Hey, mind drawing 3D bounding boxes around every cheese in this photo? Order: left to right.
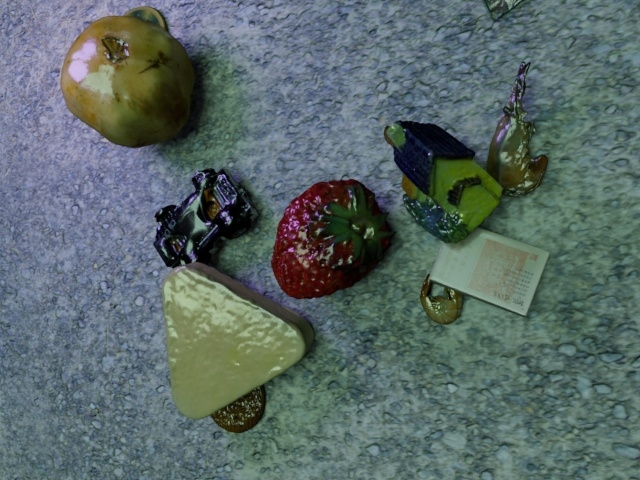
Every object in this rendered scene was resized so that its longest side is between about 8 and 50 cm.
[{"bbox_3d":[-0.248,0.272,1.369,0.384,0.104,0.383,2,97,12],"label":"cheese"}]

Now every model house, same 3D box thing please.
[{"bbox_3d":[0.215,-0.127,1.095,0.170,0.211,0.194,-43,32,12],"label":"model house"}]

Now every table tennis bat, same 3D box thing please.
[{"bbox_3d":[-0.556,-0.533,1.649,0.198,0.050,0.320,32,98,23],"label":"table tennis bat"}]

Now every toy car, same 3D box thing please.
[{"bbox_3d":[-0.311,-0.046,1.460,0.301,0.118,0.193,-40,77,21],"label":"toy car"}]

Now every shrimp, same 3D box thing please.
[{"bbox_3d":[0.262,0.101,1.213,0.095,0.045,0.162,2,94,49],"label":"shrimp"},{"bbox_3d":[0.411,-0.218,1.129,0.117,0.066,0.262,15,110,12],"label":"shrimp"}]

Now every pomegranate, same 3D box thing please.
[{"bbox_3d":[-0.493,-0.407,1.462,0.333,0.332,0.332,-1,88,27],"label":"pomegranate"}]

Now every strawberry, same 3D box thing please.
[{"bbox_3d":[0.000,0.000,1.243,0.288,0.250,0.238,-18,86,51],"label":"strawberry"}]

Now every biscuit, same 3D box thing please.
[{"bbox_3d":[-0.225,0.404,1.452,0.188,0.027,0.187,-1,88,26],"label":"biscuit"}]

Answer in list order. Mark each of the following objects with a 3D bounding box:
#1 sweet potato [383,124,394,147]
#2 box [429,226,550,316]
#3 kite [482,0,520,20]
[{"bbox_3d":[0.193,-0.187,1.244,0.053,0.054,0.182,-31,73,17],"label":"sweet potato"},{"bbox_3d":[0.337,0.054,1.131,0.201,0.058,0.141,22,86,18],"label":"box"},{"bbox_3d":[0.422,-0.634,1.164,0.406,0.014,0.368,20,97,27],"label":"kite"}]
